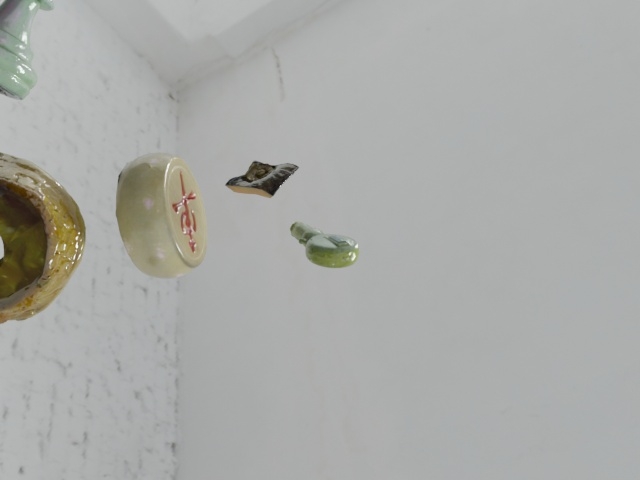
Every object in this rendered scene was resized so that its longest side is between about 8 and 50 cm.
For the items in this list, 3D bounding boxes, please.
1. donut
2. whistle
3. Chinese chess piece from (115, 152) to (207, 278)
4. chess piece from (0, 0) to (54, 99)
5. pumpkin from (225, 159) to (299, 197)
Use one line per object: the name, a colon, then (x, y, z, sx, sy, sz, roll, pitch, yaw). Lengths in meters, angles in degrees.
donut: (-0.593, 0.003, 1.178, 0.330, 0.329, 0.160, -30, -173, 15)
whistle: (0.000, 0.000, 1.334, 0.198, 0.104, 0.057, 35, -54, 53)
Chinese chess piece: (-0.306, -0.049, 1.322, 0.097, 0.250, 0.250, -9, -124, 9)
chess piece: (-0.450, -0.360, 1.011, 0.139, 0.139, 0.271, 20, -98, 41)
pumpkin: (-0.087, -0.090, 1.034, 0.101, 0.035, 0.073, 15, -135, 38)
